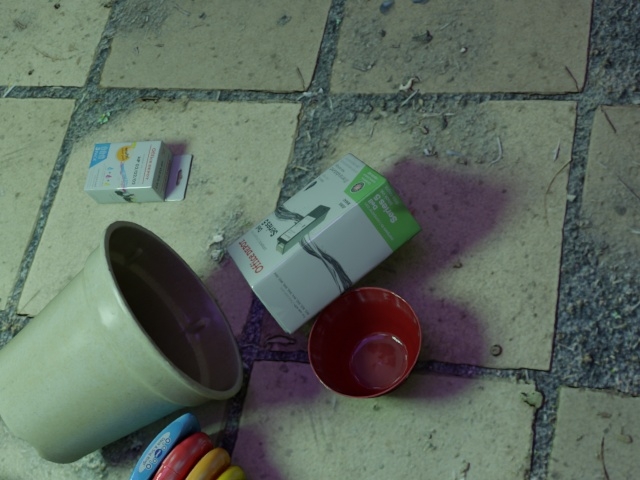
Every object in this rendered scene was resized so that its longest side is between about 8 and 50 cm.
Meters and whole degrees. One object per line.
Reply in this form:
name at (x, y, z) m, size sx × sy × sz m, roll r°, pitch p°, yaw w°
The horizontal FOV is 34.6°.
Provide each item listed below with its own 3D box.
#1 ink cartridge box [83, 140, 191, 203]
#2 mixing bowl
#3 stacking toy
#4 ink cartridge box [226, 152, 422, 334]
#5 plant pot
ink cartridge box at (-0.343, -0.129, 1.937) m, size 0.181 × 0.061 × 0.104 m, roll -1°, pitch 64°, yaw 18°
mixing bowl at (0.081, 0.175, 1.615) m, size 0.181 × 0.098 × 0.181 m, roll -8°, pitch 62°, yaw 16°
stacking toy at (-0.136, 0.415, 1.558) m, size 0.302 × 0.165 × 0.175 m, roll 31°, pitch 67°, yaw 14°
ink cartridge box at (0.000, 0.000, 1.676) m, size 0.273 × 0.114 × 0.198 m, roll -38°, pitch 24°, yaw -3°
plant pot at (-0.346, 0.189, 1.656) m, size 0.305 × 0.334 × 0.333 m, roll -35°, pitch 58°, yaw 13°
